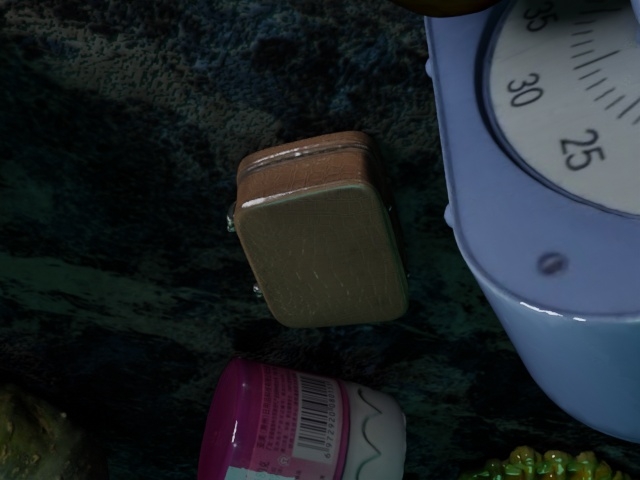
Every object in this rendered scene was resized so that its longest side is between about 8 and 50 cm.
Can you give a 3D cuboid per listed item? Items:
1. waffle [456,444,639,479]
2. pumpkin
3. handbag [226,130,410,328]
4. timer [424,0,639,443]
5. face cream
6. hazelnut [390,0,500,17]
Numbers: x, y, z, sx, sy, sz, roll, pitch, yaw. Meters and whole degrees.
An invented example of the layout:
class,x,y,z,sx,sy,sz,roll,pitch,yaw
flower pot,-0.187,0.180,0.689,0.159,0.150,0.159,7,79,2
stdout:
class,x,y,z,sx,sy,sz,roll,pitch,yaw
waffle,0.303,0.369,1.179,0.291,0.051,0.291,-1,135,-1
pumpkin,-0.407,0.282,0.928,0.328,0.291,0.257,42,155,-18
handbag,0.000,0.000,0.774,0.151,0.072,0.193,-10,138,11
timer,0.245,-0.105,0.445,0.395,0.395,0.173,-20,130,21
face cream,-0.024,0.233,0.946,0.195,0.175,0.175,15,135,-13
hazelnut,0.026,-0.234,0.436,0.251,0.217,0.217,25,137,11
